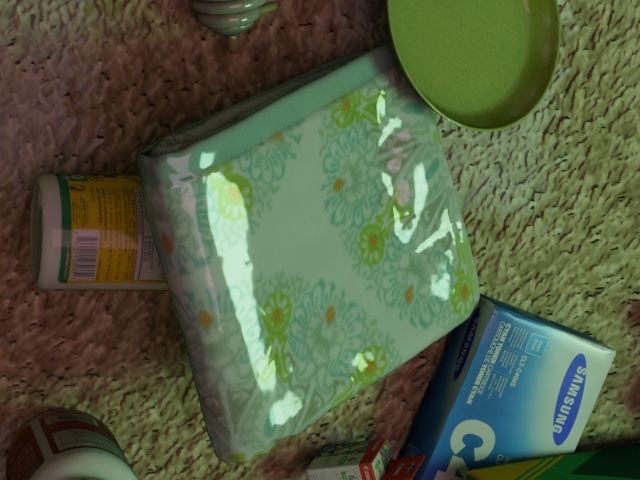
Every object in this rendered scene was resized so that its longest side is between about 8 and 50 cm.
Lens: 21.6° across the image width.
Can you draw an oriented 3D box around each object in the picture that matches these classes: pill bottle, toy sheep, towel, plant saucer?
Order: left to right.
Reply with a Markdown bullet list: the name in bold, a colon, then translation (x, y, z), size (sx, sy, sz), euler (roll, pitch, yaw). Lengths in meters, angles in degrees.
- **pill bottle**: translation (-0.241, 0.252, 1.653), size (0.121, 0.216, 0.121), euler (-3, 102, -16)
- **pill bottle**: translation (-0.180, -0.008, 1.672), size (0.208, 0.117, 0.118), euler (1, 101, -16)
- **toy sheep**: translation (-0.090, -0.251, 1.670), size (0.091, 0.091, 0.132), euler (-13, 109, -14)
- **towel**: translation (0.000, 0.000, 1.666), size (0.374, 0.090, 0.321), euler (-29, 110, -39)
- **plant saucer**: translation (0.151, -0.229, 1.730), size (0.241, 0.037, 0.241), euler (4, 83, -37)

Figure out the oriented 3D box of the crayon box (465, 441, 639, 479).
- **crayon box**: translation (0.286, 0.416, 1.844), size (0.313, 0.106, 0.363), euler (-5, 109, -33)

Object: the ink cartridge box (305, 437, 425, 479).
- **ink cartridge box**: translation (0.049, 0.238, 1.790), size (0.115, 0.063, 0.029), euler (-10, 105, 22)

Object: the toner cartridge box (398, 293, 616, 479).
- **toner cartridge box**: translation (0.179, 0.247, 1.852), size (0.165, 0.075, 0.348), euler (20, 94, -22)
